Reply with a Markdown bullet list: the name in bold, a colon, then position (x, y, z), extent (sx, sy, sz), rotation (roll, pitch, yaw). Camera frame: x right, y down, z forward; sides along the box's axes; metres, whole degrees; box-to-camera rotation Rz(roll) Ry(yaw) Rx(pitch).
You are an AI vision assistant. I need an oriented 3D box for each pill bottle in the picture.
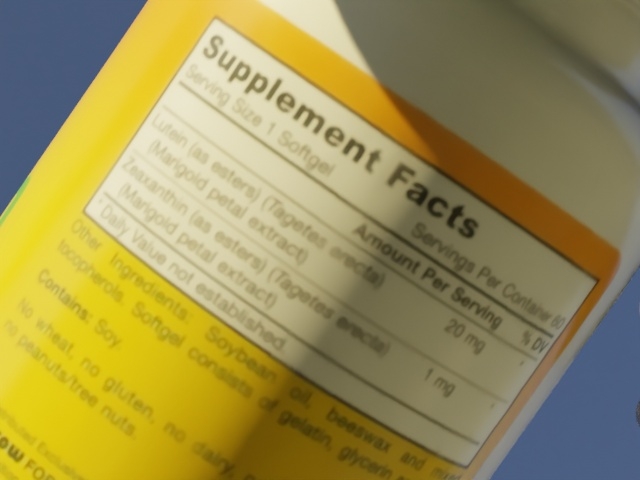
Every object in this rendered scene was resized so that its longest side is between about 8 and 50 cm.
- **pill bottle**: position (0.000, 0.000, 0.459), extent (0.136, 0.136, 0.245), rotation (34, -86, -19)

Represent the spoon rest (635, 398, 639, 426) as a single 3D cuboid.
- **spoon rest**: position (0.145, 0.134, 0.381), extent (0.084, 0.137, 0.276), rotation (-1, -127, -16)
